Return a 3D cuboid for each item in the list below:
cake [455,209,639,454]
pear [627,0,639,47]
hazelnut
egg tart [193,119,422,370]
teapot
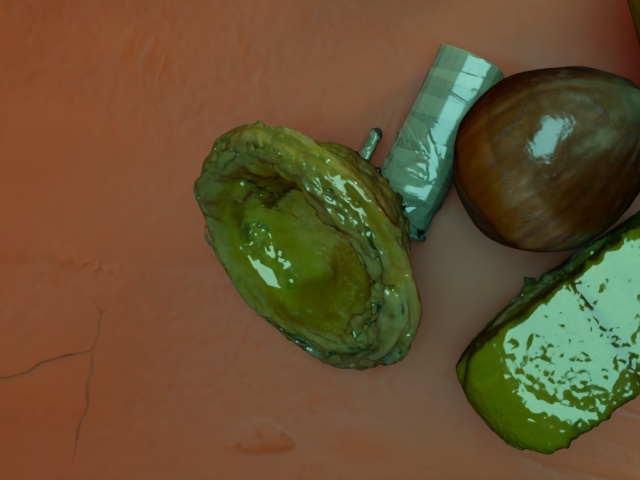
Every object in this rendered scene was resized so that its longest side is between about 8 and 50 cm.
[{"bbox_3d":[0.261,0.091,1.068,0.260,0.179,0.156,-37,84,9],"label":"cake"},{"bbox_3d":[0.472,-0.182,0.961,0.418,0.362,0.362,40,94,15],"label":"pear"},{"bbox_3d":[0.227,-0.084,1.052,0.214,0.214,0.176,-33,79,6],"label":"hazelnut"},{"bbox_3d":[0.000,0.000,1.098,0.288,0.288,0.118,49,53,6],"label":"egg tart"},{"bbox_3d":[0.103,-0.106,1.144,0.107,0.077,0.200,26,92,11],"label":"teapot"}]
